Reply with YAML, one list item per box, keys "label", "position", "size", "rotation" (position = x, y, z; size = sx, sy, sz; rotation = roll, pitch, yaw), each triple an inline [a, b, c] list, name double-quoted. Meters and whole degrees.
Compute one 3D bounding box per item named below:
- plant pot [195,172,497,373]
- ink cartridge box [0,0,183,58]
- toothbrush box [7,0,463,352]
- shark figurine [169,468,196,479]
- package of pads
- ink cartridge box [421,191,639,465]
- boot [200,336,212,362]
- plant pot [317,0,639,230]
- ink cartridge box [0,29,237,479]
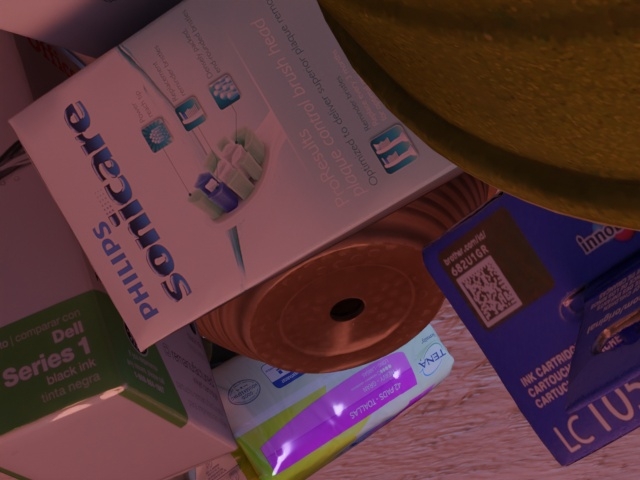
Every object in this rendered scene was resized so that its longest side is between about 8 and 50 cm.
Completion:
- label: "plant pot"
  position: [0.000, 0.000, 1.145]
  size: [0.237, 0.110, 0.237]
  rotation: [-12, 142, -9]
- label: "ink cartridge box"
  position: [-0.077, -0.200, 0.736]
  size: [0.330, 0.071, 0.324]
  rotation: [-32, 154, 28]
- label: "toothbrush box"
  position: [0.042, -0.090, 0.904]
  size: [0.295, 0.126, 0.216]
  rotation: [-29, 180, 26]
- label: "shark figurine"
  position: [-0.134, 0.114, 1.225]
  size: [0.166, 0.278, 0.116]
  rotation: [-15, 165, -47]
- label: "package of pads"
  position: [-0.071, 0.160, 1.486]
  size: [0.229, 0.101, 0.296]
  rotation: [-28, 172, -44]
- label: "ink cartridge box"
  position: [0.240, -0.039, 1.056]
  size: [0.395, 0.151, 0.270]
  rotation: [-28, 172, -45]
- label: "boot"
  position: [-0.201, 0.093, 1.362]
  size: [0.213, 0.077, 0.165]
  rotation: [2, 158, -30]
- label: "plant pot"
  position: [0.037, -0.239, 0.372]
  size: [0.366, 0.366, 0.353]
  rotation: [-27, 140, 26]
- label: "ink cartridge box"
  position: [-0.138, 0.008, 1.002]
  size: [0.092, 0.219, 0.160]
  rotation: [-23, 159, 10]
